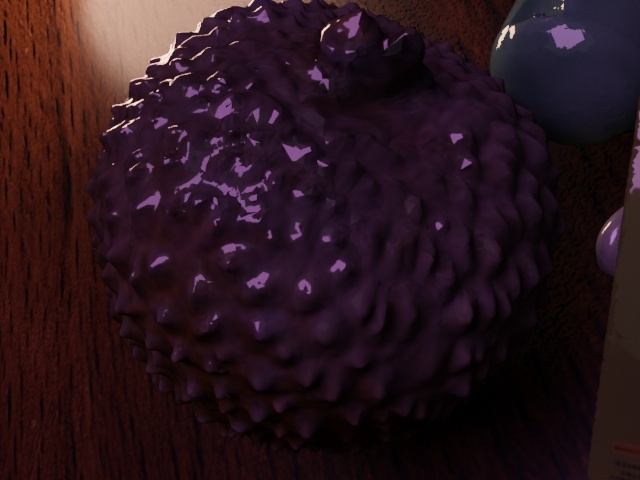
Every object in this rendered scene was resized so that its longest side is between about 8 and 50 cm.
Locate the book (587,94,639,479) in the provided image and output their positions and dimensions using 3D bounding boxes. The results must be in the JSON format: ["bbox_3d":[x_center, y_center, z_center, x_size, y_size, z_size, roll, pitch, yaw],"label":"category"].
[{"bbox_3d":[0.330,0.042,0.633,0.239,0.035,0.352,8,93,32],"label":"book"}]

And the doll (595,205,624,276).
[{"bbox_3d":[0.361,-0.071,0.702,0.252,0.111,0.237,6,73,35],"label":"doll"}]

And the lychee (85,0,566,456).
[{"bbox_3d":[0.000,0.000,0.742,0.432,0.380,0.380,104,150,-44],"label":"lychee"}]

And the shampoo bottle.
[{"bbox_3d":[0.266,-0.240,0.793,0.221,0.151,0.350,5,60,49],"label":"shampoo bottle"}]
